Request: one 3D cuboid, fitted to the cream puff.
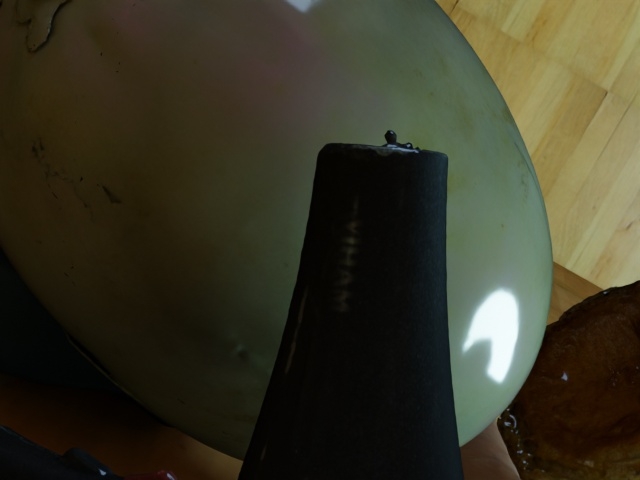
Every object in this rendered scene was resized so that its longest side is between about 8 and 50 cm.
[{"bbox_3d":[0.235,0.137,1.344,0.169,0.183,0.183,48,-4,-38],"label":"cream puff"}]

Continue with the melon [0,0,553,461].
[{"bbox_3d":[-0.025,-0.025,0.880,0.317,0.223,0.223,45,-1,-34],"label":"melon"}]

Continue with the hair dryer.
[{"bbox_3d":[-0.069,0.070,0.746,0.271,0.235,0.091,5,1,25],"label":"hair dryer"}]

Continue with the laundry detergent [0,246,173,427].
[{"bbox_3d":[-0.121,0.026,1.015,0.290,0.094,0.143,22,14,-39],"label":"laundry detergent"}]

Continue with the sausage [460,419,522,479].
[{"bbox_3d":[0.067,0.117,1.107,0.094,0.094,0.419,19,11,-2],"label":"sausage"}]
